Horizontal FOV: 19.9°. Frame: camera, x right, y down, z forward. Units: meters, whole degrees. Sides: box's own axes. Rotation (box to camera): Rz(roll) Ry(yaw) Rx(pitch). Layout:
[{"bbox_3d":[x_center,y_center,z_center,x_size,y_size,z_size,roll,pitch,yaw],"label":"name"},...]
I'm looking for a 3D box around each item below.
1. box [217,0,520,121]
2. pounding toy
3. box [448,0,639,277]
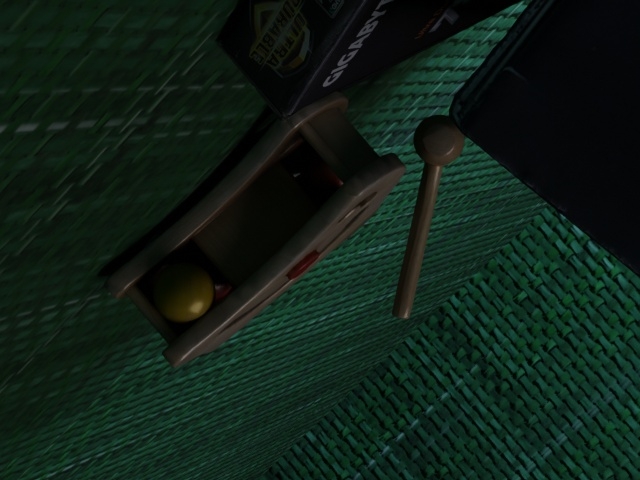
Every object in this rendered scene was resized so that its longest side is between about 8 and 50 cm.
[{"bbox_3d":[0.113,-0.222,1.020,0.293,0.073,0.295,-32,166,-41],"label":"box"},{"bbox_3d":[0.000,0.000,1.271,0.269,0.155,0.154,-40,173,-4],"label":"pounding toy"},{"bbox_3d":[0.366,-0.203,1.065,0.472,0.297,0.480,-50,177,23],"label":"box"}]
